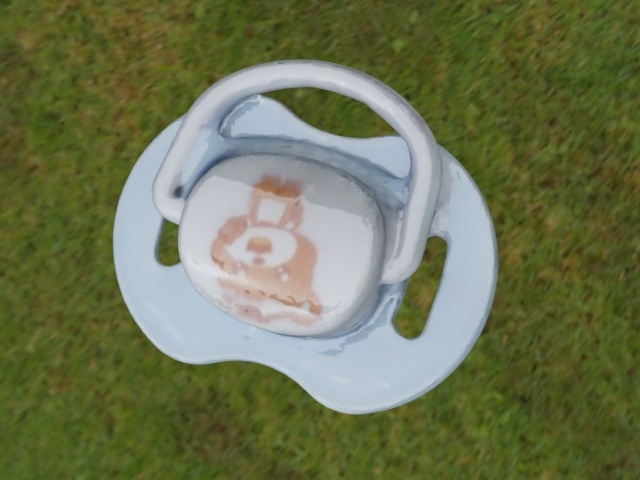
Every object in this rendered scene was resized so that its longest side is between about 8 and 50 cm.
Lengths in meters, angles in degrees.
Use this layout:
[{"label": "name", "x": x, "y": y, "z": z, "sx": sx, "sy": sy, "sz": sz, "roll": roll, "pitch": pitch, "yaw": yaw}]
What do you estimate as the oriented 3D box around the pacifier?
[{"label": "pacifier", "x": 0.000, "y": 0.000, "z": 1.114, "sx": 0.278, "sy": 0.207, "sz": 0.228, "roll": 16, "pitch": 83, "yaw": 16}]
